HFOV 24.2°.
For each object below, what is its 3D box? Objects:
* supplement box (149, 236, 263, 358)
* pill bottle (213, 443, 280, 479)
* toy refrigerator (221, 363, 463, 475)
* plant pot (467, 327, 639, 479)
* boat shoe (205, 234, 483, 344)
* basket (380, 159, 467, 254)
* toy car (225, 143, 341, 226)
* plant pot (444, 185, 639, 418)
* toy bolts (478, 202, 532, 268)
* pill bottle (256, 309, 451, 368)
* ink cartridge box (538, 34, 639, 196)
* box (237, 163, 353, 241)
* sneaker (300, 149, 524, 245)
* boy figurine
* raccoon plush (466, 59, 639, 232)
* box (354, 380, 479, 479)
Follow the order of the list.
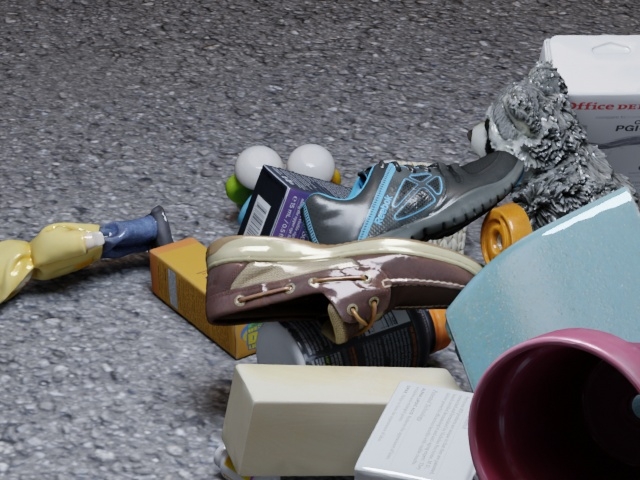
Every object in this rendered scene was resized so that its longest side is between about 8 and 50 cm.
[{"bbox_3d":[-0.150,0.078,2.086,0.078,0.080,0.233,-17,30,-30],"label":"supplement box"},{"bbox_3d":[-0.088,0.268,1.743,0.043,0.043,0.083,-21,35,-37],"label":"pill bottle"},{"bbox_3d":[0.029,0.208,1.746,0.270,0.102,0.094,3,24,-20],"label":"toy refrigerator"},{"bbox_3d":[0.270,0.175,1.422,0.201,0.201,0.180,19,17,33],"label":"plant pot"},{"bbox_3d":[0.028,0.071,1.810,0.342,0.123,0.123,4,64,-3],"label":"boat shoe"},{"bbox_3d":[0.156,-0.045,2.296,0.103,0.113,0.167,-3,27,-12],"label":"basket"},{"bbox_3d":[-0.056,-0.062,2.322,0.182,0.159,0.136,-2,63,-6],"label":"toy car"},{"bbox_3d":[0.289,0.123,1.760,0.252,0.248,0.247,-19,67,4],"label":"plant pot"},{"bbox_3d":[0.306,0.072,1.996,0.158,0.218,0.228,-4,45,-23],"label":"toy bolts"},{"bbox_3d":[0.051,0.132,1.922,0.246,0.130,0.130,-16,31,-29],"label":"pill bottle"},{"bbox_3d":[0.440,-0.192,2.385,0.207,0.283,0.117,-1,57,-3],"label":"ink cartridge box"},{"bbox_3d":[0.000,0.000,2.081,0.207,0.153,0.108,13,15,-27],"label":"box"},{"bbox_3d":[0.129,-0.061,1.991,0.341,0.125,0.139,-27,81,-29],"label":"sneaker"},{"bbox_3d":[-0.356,0.019,2.153,0.285,0.092,0.177,-16,-6,-24],"label":"boy figurine"},{"bbox_3d":[0.435,-0.095,2.192,0.446,0.299,0.216,4,27,6],"label":"raccoon plush"},{"bbox_3d":[0.114,0.275,1.580,0.119,0.181,0.182,10,28,16],"label":"box"}]
